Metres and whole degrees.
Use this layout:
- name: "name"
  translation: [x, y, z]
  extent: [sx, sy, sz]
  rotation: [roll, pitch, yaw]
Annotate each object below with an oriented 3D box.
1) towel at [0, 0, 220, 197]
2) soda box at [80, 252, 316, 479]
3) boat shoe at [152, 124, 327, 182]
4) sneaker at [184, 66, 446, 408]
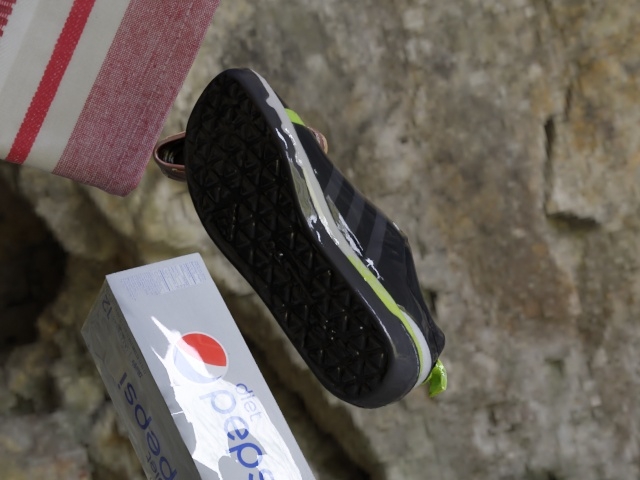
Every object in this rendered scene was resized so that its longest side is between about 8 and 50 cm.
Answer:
- name: "towel"
  translation: [-0.226, -0.177, 0.810]
  extent: [0.329, 0.237, 0.037]
  rotation: [18, 20, -27]
- name: "soda box"
  translation: [-0.089, 0.158, 1.020]
  extent: [0.091, 0.286, 0.098]
  rotation: [-16, -25, -33]
- name: "boat shoe"
  translation: [-0.098, -0.104, 1.528]
  extent: [0.207, 0.073, 0.073]
  rotation: [-8, -14, 12]
- name: "sneaker"
  translation: [0.000, 0.000, 0.791]
  extent: [0.084, 0.235, 0.097]
  rotation: [-34, -10, 33]
